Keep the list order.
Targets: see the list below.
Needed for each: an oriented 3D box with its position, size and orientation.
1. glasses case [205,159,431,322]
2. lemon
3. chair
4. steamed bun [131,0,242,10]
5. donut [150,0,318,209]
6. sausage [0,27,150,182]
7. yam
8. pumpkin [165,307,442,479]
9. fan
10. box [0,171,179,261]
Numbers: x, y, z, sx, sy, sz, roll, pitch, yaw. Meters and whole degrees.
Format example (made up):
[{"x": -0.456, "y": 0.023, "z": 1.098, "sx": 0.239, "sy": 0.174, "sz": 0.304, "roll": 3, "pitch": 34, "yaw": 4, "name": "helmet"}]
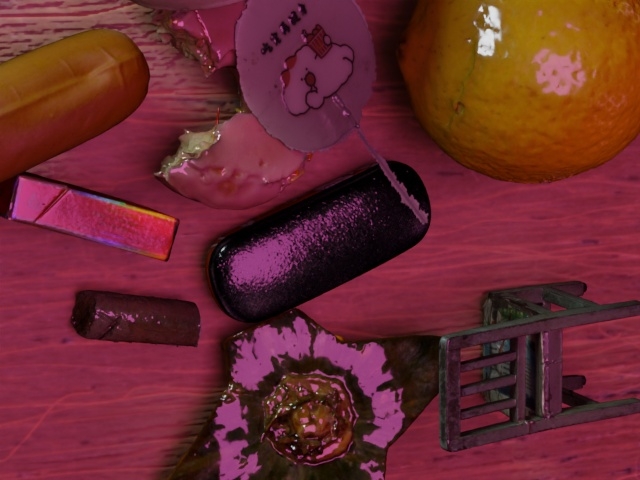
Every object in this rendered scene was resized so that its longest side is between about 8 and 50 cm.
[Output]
[{"x": 0.000, "y": 0.000, "z": 1.934, "sx": 0.267, "sy": 0.067, "sz": 0.103, "roll": -25, "pitch": 108, "yaw": -20, "name": "glasses case"}, {"x": 0.223, "y": -0.193, "z": 1.894, "sx": 0.293, "sy": 0.293, "sz": 0.293, "roll": -4, "pitch": 100, "yaw": -24, "name": "lemon"}, {"x": 0.219, "y": 0.136, "z": 2.011, "sx": 0.270, "sy": 0.147, "sz": 0.136, "roll": -9, "pitch": 104, "yaw": -26, "name": "chair"}, {"x": -0.109, "y": -0.356, "z": 1.704, "sx": 0.283, "sy": 0.283, "sz": 0.177, "roll": -36, "pitch": 132, "yaw": -15, "name": "steamed bun"}, {"x": -0.091, "y": -0.146, "z": 1.845, "sx": 0.199, "sy": 0.085, "sz": 0.233, "roll": 2, "pitch": 88, "yaw": -39, "name": "donut"}, {"x": -0.293, "y": -0.115, "z": 1.698, "sx": 0.328, "sy": 0.112, "sz": 0.112, "roll": -33, "pitch": 113, "yaw": -46, "name": "sausage"}, {"x": -0.189, "y": 0.082, "z": 1.870, "sx": 0.132, "sy": 0.054, "sz": 0.054, "roll": 7, "pitch": 95, "yaw": -26, "name": "yam"}, {"x": -0.008, "y": 0.195, "z": 1.948, "sx": 0.258, "sy": 0.095, "sz": 0.290, "roll": 24, "pitch": 79, "yaw": -14, "name": "pumpkin"}, {"x": 0.027, "y": -0.136, "z": 1.883, "sx": 0.191, "sy": 0.009, "sz": 0.329, "roll": -51, "pitch": 118, "yaw": -30, "name": "fan"}, {"x": -0.242, "y": -0.029, "z": 1.796, "sx": 0.175, "sy": 0.112, "sz": 0.048, "roll": 16, "pitch": 92, "yaw": -27, "name": "box"}]
